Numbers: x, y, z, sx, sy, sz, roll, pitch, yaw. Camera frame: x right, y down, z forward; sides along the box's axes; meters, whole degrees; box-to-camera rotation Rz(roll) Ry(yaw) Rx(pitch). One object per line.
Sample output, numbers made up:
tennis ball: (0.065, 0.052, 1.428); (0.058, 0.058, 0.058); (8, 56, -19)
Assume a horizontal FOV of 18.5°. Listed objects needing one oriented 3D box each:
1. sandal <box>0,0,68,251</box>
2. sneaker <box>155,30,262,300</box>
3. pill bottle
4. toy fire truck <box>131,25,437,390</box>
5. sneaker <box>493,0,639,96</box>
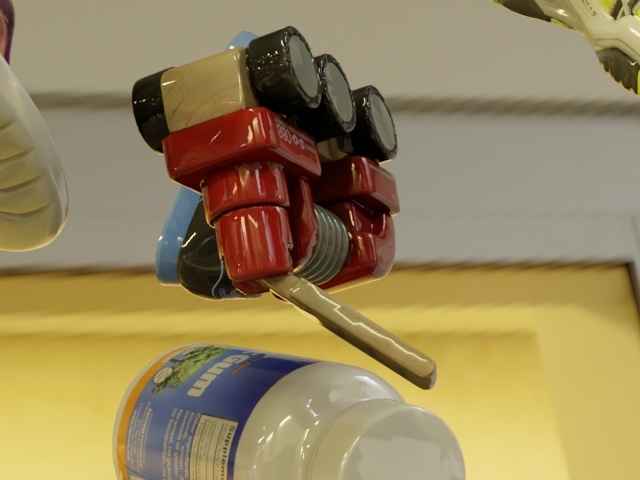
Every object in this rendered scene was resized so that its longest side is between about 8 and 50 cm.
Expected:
sandal: (-0.256, -0.160, 1.227); (0.169, 0.102, 0.416); (10, -40, 38)
sneaker: (-0.060, -0.059, 1.629); (0.090, 0.232, 0.081); (13, -13, 15)
pill bottle: (-0.023, 0.158, 1.422); (0.152, 0.152, 0.272); (12, -5, -36)
toy fire truck: (0.000, 0.000, 1.326); (0.158, 0.246, 0.217); (-16, -18, 19)
sneaker: (0.211, -0.180, 1.156); (0.145, 0.385, 0.147); (-18, -56, -35)
